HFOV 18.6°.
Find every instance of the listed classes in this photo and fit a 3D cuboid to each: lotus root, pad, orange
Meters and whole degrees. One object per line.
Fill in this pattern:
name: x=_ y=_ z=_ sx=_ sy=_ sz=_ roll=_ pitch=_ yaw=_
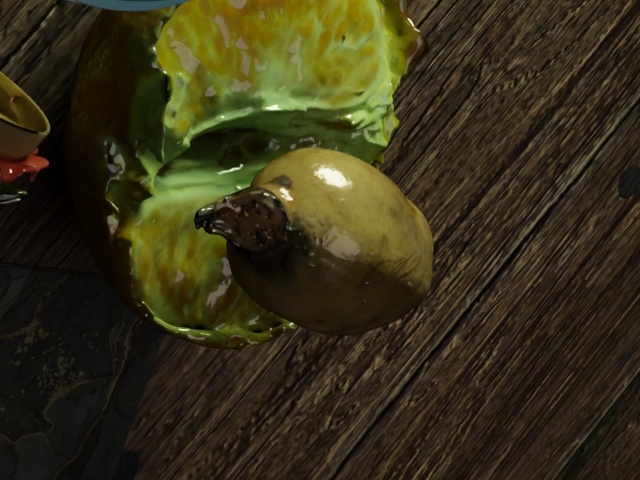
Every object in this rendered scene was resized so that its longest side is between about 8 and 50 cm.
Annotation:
lotus root: x=0.000 y=0.000 z=1.401 sx=0.221 sy=0.118 sz=0.125 roll=26 pitch=74 yaw=-50
pad: x=-0.284 y=0.131 z=1.540 sx=0.367 sy=0.007 sz=0.247 roll=9 pitch=106 yaw=-45
orange: x=-0.076 y=-0.093 z=1.471 sx=0.262 sy=0.196 sz=0.334 roll=-30 pitch=137 yaw=-47

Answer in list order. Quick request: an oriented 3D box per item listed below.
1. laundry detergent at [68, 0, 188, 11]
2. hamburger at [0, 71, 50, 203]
laundry detergent: x=-0.149 y=-0.303 z=1.196 sx=0.287 sy=0.305 sz=0.287 roll=-22 pitch=126 yaw=-34
hamburger: x=-0.277 y=-0.064 z=1.328 sx=0.175 sy=0.175 sz=0.137 roll=23 pitch=109 yaw=-48
